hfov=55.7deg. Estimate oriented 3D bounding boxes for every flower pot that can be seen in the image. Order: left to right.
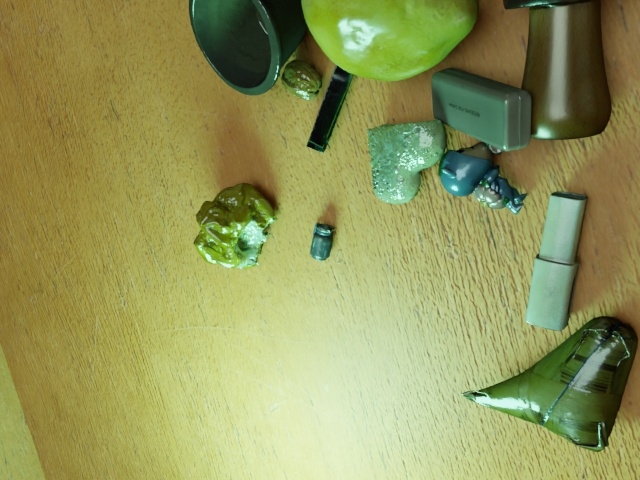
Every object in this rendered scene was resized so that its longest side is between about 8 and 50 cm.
[{"bbox_3d":[-0.139,-0.469,1.303,0.269,0.166,0.269,29,142,26],"label":"flower pot"}]

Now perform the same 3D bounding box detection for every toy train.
[{"bbox_3d":[0.026,-0.299,1.341,0.044,0.042,0.209,23,115,0],"label":"toy train"}]

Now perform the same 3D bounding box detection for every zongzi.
[{"bbox_3d":[0.439,0.244,1.182,0.289,0.123,0.260,17,107,32],"label":"zongzi"}]

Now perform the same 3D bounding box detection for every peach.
[{"bbox_3d":[0.117,-0.446,1.090,0.314,0.315,0.282,-9,82,42],"label":"peach"}]

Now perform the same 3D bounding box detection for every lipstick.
[{"bbox_3d":[0.447,0.037,1.143,0.077,0.079,0.253,13,108,31],"label":"lipstick"}]

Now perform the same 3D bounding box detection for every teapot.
[{"bbox_3d":[0.004,0.001,1.440,0.049,0.063,0.083,11,109,-3],"label":"teapot"}]

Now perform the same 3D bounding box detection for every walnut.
[{"bbox_3d":[-0.042,-0.358,1.349,0.096,0.082,0.079,38,148,16],"label":"walnut"}]

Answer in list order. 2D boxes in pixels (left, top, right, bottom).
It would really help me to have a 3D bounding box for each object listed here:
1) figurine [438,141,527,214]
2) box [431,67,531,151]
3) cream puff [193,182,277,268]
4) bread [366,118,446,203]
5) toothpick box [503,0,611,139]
[{"bbox_3d":[0.322,-0.132,1.168,0.178,0.114,0.145,34,112,8],"label":"figurine"},{"bbox_3d":[0.284,-0.242,1.097,0.244,0.055,0.103,-130,27,-58],"label":"box"},{"bbox_3d":[-0.228,-0.036,1.498,0.194,0.194,0.221,31,114,22],"label":"cream puff"},{"bbox_3d":[0.160,-0.183,1.251,0.172,0.064,0.232,56,138,24],"label":"bread"},{"bbox_3d":[0.404,-0.325,1.011,0.192,0.192,0.295,6,111,31],"label":"toothpick box"}]
